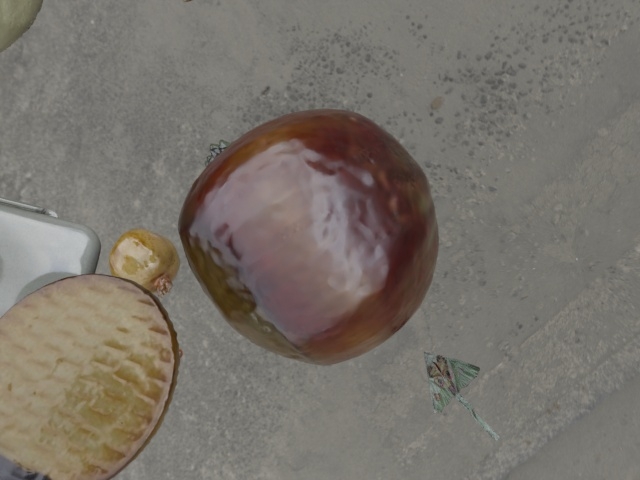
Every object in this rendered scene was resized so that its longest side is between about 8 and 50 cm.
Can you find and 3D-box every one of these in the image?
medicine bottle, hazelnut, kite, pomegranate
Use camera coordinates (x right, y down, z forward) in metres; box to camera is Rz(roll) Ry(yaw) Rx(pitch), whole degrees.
[{"bbox_3d":[-0.704,0.047,0.911,0.122,0.374,0.283,-10,67,59],"label":"medicine bottle"},{"bbox_3d":[0.000,0.000,0.678,0.419,0.353,0.422,0,107,-2],"label":"hazelnut"},{"bbox_3d":[0.329,0.370,1.000,0.250,0.012,0.230,53,141,35],"label":"kite"},{"bbox_3d":[-0.532,0.063,1.265,0.206,0.207,0.208,-2,87,32],"label":"pomegranate"}]

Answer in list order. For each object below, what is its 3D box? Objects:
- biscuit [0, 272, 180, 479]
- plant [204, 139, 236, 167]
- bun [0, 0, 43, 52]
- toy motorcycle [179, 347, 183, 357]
[{"bbox_3d":[-0.363,0.199,0.611,0.317,0.040,0.319,-1,66,3],"label":"biscuit"},{"bbox_3d":[-0.202,-0.149,0.972,0.194,0.129,0.132,47,126,41],"label":"plant"},{"bbox_3d":[-0.746,-0.524,0.814,0.325,0.235,0.363,-9,65,5],"label":"bun"},{"bbox_3d":[-0.381,0.216,0.758,0.325,0.147,0.222,22,77,46],"label":"toy motorcycle"}]
